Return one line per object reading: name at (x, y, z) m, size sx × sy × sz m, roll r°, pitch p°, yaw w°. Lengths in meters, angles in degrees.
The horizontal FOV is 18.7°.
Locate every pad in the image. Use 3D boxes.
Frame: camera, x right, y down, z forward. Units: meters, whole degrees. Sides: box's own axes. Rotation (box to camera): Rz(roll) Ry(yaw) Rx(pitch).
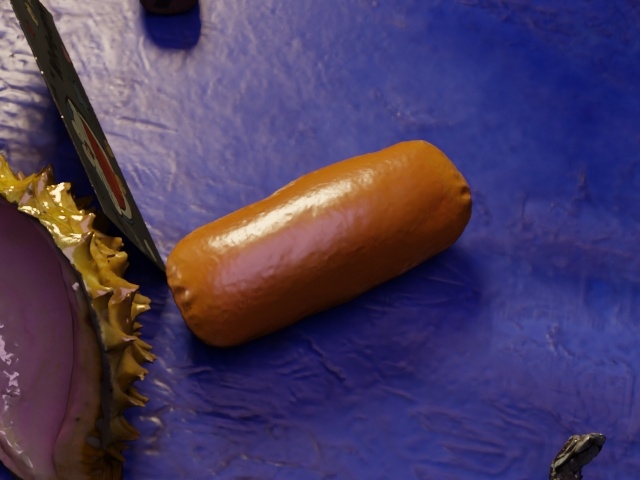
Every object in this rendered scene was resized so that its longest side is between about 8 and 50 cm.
pad at (-0.177, -0.097, 1.403) m, size 0.006 × 0.170 × 0.245 m, roll -27°, pitch 70°, yaw 3°

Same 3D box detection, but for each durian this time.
durian at (-0.193, 0.034, 1.331) m, size 0.185 × 0.195 × 0.305 m, roll -26°, pitch 69°, yaw -24°

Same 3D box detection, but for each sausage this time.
sausage at (0.000, 0.000, 1.420) m, size 0.238 × 0.098 × 0.098 m, roll -25°, pitch 71°, yaw -14°

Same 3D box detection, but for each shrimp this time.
shrimp at (0.208, 0.223, 1.369) m, size 0.082 × 0.076 × 0.174 m, roll 7°, pitch 51°, yaw -49°

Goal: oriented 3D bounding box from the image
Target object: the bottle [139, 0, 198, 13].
bottle at (-0.124, -0.250, 1.538) m, size 0.053 × 0.053 × 0.140 m, roll -3°, pitch 66°, yaw -8°
